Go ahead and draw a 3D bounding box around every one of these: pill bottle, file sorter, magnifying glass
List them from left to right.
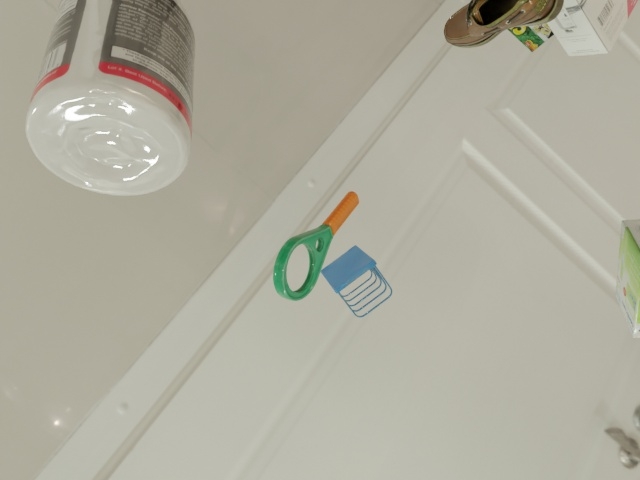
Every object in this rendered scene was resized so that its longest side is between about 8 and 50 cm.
[{"bbox_3d":[-0.254,-0.230,0.648,0.176,0.319,0.176,-5,146,-4],"label":"pill bottle"},{"bbox_3d":[0.000,0.000,0.776,0.026,0.231,0.092,7,133,32],"label":"magnifying glass"},{"bbox_3d":[0.090,0.103,1.251,0.104,0.118,0.170,55,177,-17],"label":"file sorter"}]

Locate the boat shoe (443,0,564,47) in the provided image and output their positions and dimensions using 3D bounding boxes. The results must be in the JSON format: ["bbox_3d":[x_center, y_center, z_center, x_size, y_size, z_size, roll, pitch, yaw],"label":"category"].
[{"bbox_3d":[0.377,-0.516,1.118,0.307,0.104,0.111,6,97,59],"label":"boat shoe"}]

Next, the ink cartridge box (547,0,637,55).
[{"bbox_3d":[0.628,-0.618,1.189,0.283,0.207,0.117,33,175,-33],"label":"ink cartridge box"}]

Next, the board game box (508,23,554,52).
[{"bbox_3d":[0.616,-0.703,1.516,0.259,0.030,0.136,30,140,-20],"label":"board game box"}]

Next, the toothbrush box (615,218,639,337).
[{"bbox_3d":[0.943,0.107,1.426,0.122,0.206,0.283,-6,122,18],"label":"toothbrush box"}]
